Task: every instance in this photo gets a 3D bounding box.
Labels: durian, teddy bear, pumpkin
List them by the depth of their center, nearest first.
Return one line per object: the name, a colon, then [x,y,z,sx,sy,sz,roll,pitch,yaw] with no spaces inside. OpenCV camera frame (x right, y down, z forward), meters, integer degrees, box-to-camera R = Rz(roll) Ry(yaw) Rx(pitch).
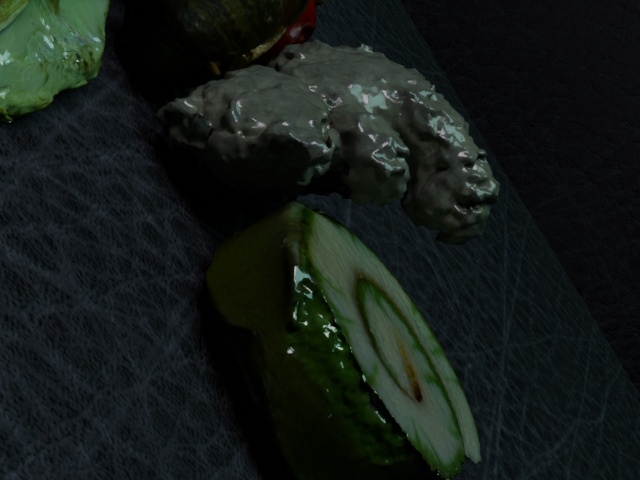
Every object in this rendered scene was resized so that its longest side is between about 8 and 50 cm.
durian: [-0.295,-0.224,1.229,0.394,0.163,0.198,-68,163,-65]
pumpkin: [-0.120,-0.278,1.533,0.159,0.238,0.238,48,17,-3]
teddy bear: [-0.024,-0.110,1.536,0.367,0.224,0.357,-13,24,-40]

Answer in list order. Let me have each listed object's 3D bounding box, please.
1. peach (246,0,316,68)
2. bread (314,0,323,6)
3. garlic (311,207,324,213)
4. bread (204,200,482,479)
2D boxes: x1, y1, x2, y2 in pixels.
peach: [-0.096,-0.310,1.733,0.197,0.197,0.197,50,18,-23]
bread: [-0.124,-0.482,1.949,0.194,0.179,0.340,-112,-177,-45]
garlic: [0.001,-0.001,1.679,0.083,0.053,0.041,57,14,-23]
bread: [0.031,0.139,1.393,0.382,0.129,0.366,49,16,-31]
